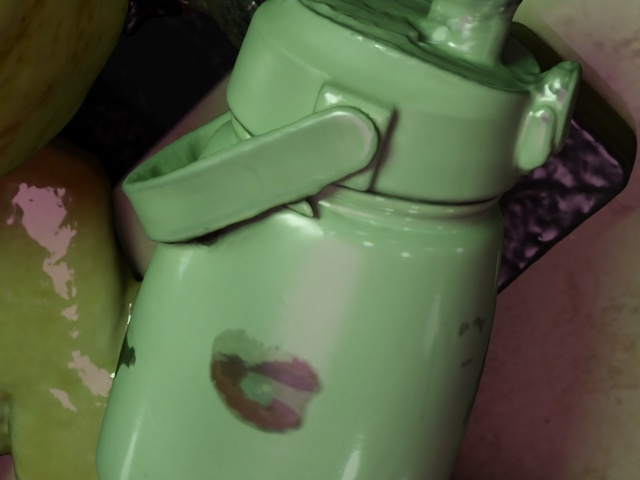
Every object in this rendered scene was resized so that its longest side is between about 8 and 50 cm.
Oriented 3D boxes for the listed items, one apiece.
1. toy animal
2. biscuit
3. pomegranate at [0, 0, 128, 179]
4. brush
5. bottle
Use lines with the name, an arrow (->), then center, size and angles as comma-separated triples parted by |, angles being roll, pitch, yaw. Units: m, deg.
toy animal -> -0.042, -0.137, 1.114 | 0.202, 0.070, 0.105 | 32, 157, -13
biscuit -> -0.167, 0.087, 1.224 | 0.236, 0.062, 0.291 | 28, 110, -1
pomegranate -> -0.258, -0.180, 1.017 | 0.342, 0.342, 0.343 | 3, 113, 8
brush -> 0.089, -0.030, 1.140 | 0.123, 0.059, 0.197 | 44, 114, -7
bottle -> 0.000, 0.000, 1.028 | 0.229, 0.229, 0.352 | 17, 114, 2
